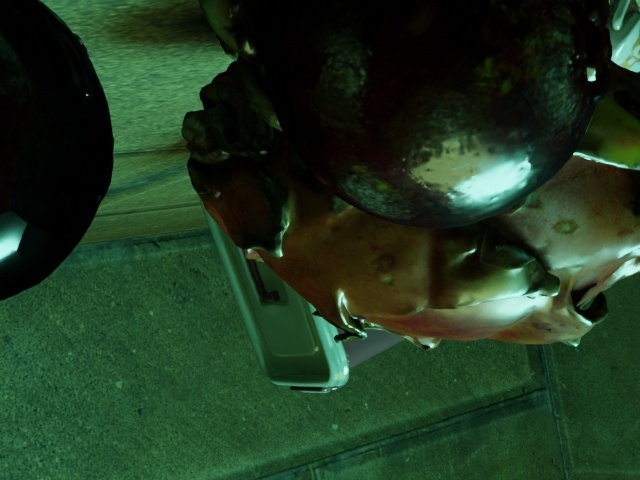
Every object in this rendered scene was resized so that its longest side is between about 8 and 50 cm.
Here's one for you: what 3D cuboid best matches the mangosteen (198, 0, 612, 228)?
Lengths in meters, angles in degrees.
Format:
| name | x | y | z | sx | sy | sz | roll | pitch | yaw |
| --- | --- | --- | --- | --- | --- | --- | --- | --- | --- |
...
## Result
| name | x | y | z | sx | sy | sz | roll | pitch | yaw |
| --- | --- | --- | --- | --- | --- | --- | --- | --- | --- |
| mangosteen | 0.034 | -0.088 | 0.485 | 0.184 | 0.172 | 0.172 | 11 | 179 | 3 |

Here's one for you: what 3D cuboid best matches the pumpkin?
| name | x | y | z | sx | sy | sz | roll | pitch | yaw |
| --- | --- | --- | --- | --- | --- | --- | --- | --- | --- |
| pumpkin | -0.208 | -0.040 | 0.504 | 0.233 | 0.163 | 0.233 | -8 | 179 | 0 |

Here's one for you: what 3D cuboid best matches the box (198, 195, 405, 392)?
| name | x | y | z | sx | sy | sz | roll | pitch | yaw |
| --- | --- | --- | --- | --- | --- | --- | --- | --- | --- |
| box | 0.000 | 0.000 | 1.187 | 0.167 | 0.294 | 0.193 | -21 | -176 | -28 |

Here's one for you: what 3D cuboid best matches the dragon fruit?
| name | x | y | z | sx | sy | sz | roll | pitch | yaw |
| --- | --- | --- | --- | --- | --- | --- | --- | --- | --- |
| dragon fruit | 0.082 | -0.051 | 0.721 | 0.315 | 0.250 | 0.250 | -13 | 178 | 14 |

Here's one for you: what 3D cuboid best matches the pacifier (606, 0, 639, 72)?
| name | x | y | z | sx | sy | sz | roll | pitch | yaw |
| --- | --- | --- | --- | --- | --- | --- | --- | --- | --- |
| pacifier | 0.208 | -0.160 | 0.827 | 0.078 | 0.081 | 0.099 | 29 | 177 | 38 |

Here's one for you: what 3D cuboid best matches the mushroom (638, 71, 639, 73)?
| name | x | y | z | sx | sy | sz | roll | pitch | yaw |
| --- | --- | --- | --- | --- | --- | --- | --- | --- | --- |
| mushroom | 0.421 | -0.167 | 1.265 | 0.312 | 0.081 | 0.100 | -11 | -140 | 24 |
